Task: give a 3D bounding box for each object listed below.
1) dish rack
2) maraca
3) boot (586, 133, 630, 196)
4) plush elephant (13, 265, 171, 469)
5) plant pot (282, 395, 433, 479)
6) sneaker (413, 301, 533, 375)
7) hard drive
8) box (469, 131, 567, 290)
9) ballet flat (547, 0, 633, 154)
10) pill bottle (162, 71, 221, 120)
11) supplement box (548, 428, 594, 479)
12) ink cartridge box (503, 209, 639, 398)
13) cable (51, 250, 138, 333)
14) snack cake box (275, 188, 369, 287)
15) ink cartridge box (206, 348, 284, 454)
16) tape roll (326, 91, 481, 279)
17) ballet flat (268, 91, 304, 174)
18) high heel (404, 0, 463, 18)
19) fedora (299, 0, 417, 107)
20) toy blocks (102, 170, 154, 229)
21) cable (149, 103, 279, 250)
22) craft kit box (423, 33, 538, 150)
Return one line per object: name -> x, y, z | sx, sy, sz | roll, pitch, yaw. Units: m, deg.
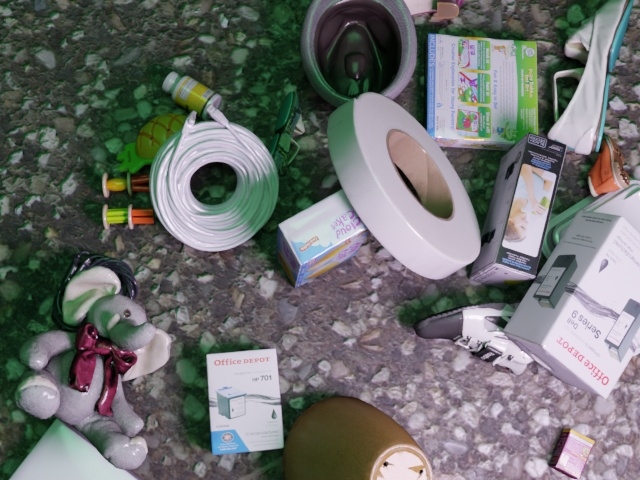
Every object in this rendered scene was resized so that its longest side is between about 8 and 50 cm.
dish rack -> 0.657, 0.046, 1.638 | 0.285, 0.072, 0.333 | -30, 82, -11
maraca -> -0.335, -0.197, 1.607 | 0.186, 0.099, 0.127 | -26, 38, 1
boot -> 0.611, -0.163, 1.684 | 0.059, 0.085, 0.158 | 38, 42, -27
plush elephant -> -0.394, 0.209, 1.414 | 0.255, 0.330, 0.272 | -51, 120, -11
plant pot -> 0.086, 0.404, 1.386 | 0.237, 0.254, 0.237 | 3, 81, -22
sneaker -> 0.352, 0.197, 1.551 | 0.330, 0.122, 0.146 | -3, 80, -8
hard drive -> -0.511, 0.545, 1.448 | 0.233, 0.047, 0.353 | 35, 78, 5
box -> 0.402, -0.054, 1.594 | 0.087, 0.169, 0.290 | 19, 75, -2
ballet flat -> 0.587, -0.382, 1.713 | 0.139, 0.139, 0.400 | 18, 77, 0
pill bottle -> -0.275, -0.310, 1.656 | 0.116, 0.065, 0.065 | 32, 77, 4
supplement box -> 0.499, 0.424, 1.549 | 0.055, 0.043, 0.083 | 29, 76, 3
ink cartridge box -> 0.517, 0.122, 1.481 | 0.211, 0.121, 0.289 | 37, 82, -24
cable -> -0.453, 0.120, 1.558 | 0.150, 0.047, 0.184 | 23, 74, -4
snack cake box -> 0.000, 0.000, 1.500 | 0.152, 0.264, 0.089 | -28, 81, -9
ink cartridge box -> -0.147, 0.311, 1.511 | 0.140, 0.082, 0.190 | -5, 79, -5
tape roll -> 0.167, -0.110, 1.500 | 0.072, 0.392, 0.392 | -33, 79, 29
ballet flat -> -0.069, -0.224, 1.660 | 0.070, 0.070, 0.188 | 19, 78, 1
high heel -> 0.202, -0.560, 1.759 | 0.244, 0.082, 0.117 | 6, 44, 11
fedora -> 0.077, -0.399, 1.655 | 0.244, 0.124, 0.275 | -6, 86, -3
toy blocks -> -0.370, -0.085, 1.602 | 0.148, 0.054, 0.123 | -3, 76, -5
cable -> -0.213, -0.112, 1.553 | 0.257, 0.089, 0.257 | 36, 92, -23
craft kit box -> 0.351, -0.325, 1.711 | 0.247, 0.061, 0.250 | 4, 77, -1
